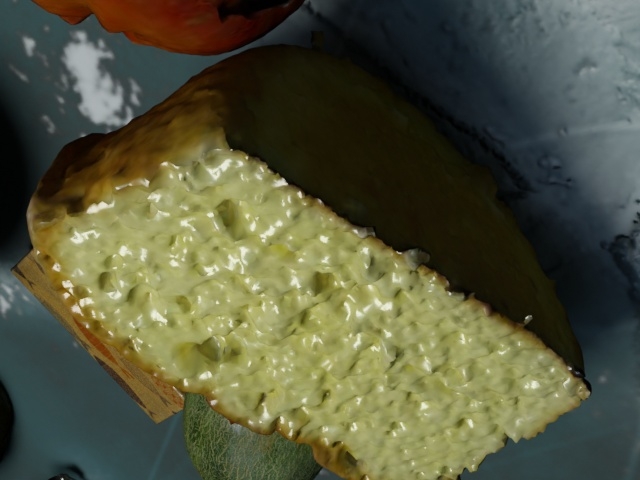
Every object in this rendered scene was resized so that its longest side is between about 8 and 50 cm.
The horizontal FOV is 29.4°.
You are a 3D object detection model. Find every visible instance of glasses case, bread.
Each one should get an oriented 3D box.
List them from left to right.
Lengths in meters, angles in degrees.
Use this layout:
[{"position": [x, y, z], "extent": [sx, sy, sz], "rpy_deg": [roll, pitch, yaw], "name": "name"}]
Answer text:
[{"position": [-0.161, 0.064, 0.950], "extent": [0.170, 0.041, 0.064], "rpy_deg": [47, 140, -7], "name": "glasses case"}, {"position": [0.000, 0.000, 0.729], "extent": [0.340, 0.179, 0.194], "rpy_deg": [34, 129, -28], "name": "bread"}]

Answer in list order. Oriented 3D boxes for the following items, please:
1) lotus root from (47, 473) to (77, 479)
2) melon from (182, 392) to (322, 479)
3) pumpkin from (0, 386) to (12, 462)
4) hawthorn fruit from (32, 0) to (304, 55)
[{"position": [-0.199, 0.330, 1.085], "extent": [0.241, 0.123, 0.124], "rpy_deg": [45, 135, -6], "name": "lotus root"}, {"position": [-0.042, 0.122, 0.878], "extent": [0.114, 0.114, 0.167], "rpy_deg": [21, 129, 14], "name": "melon"}, {"position": [-0.438, 0.134, 1.078], "extent": [0.317, 0.139, 0.221], "rpy_deg": [15, 128, 22], "name": "pumpkin"}, {"position": [-0.092, -0.245, 0.622], "extent": [0.211, 0.211, 0.299], "rpy_deg": [10, 113, 21], "name": "hawthorn fruit"}]
